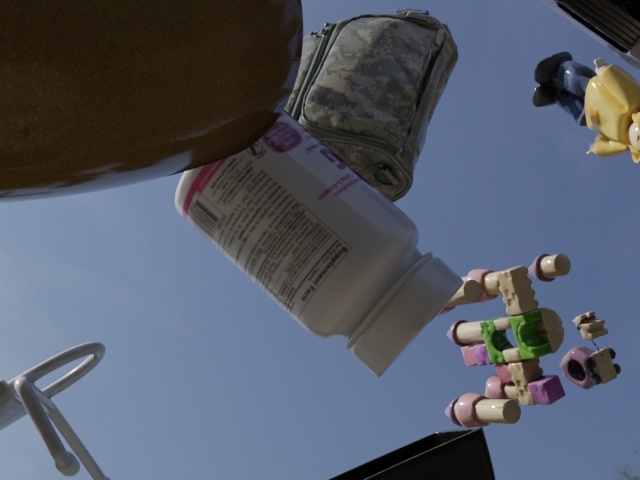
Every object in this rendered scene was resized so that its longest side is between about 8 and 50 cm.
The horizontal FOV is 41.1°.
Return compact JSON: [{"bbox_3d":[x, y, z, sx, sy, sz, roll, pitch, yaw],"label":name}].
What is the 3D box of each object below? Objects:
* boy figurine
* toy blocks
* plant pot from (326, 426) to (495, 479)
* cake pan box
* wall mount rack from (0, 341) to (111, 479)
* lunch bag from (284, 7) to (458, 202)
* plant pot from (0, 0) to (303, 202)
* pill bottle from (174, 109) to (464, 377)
[{"bbox_3d":[0.477,-0.207,1.423,0.092,0.285,0.177,-21,-47,-18],"label":"boy figurine"},{"bbox_3d":[0.338,0.185,1.634,0.309,0.288,0.260,-16,-2,-29],"label":"toy blocks"},{"bbox_3d":[0.133,0.356,1.109,0.188,0.167,0.187,-21,-9,-15],"label":"plant pot"},{"bbox_3d":[0.381,-0.303,1.139,0.246,0.267,0.070,35,-72,6],"label":"cake pan box"},{"bbox_3d":[-0.330,0.247,0.814,0.350,0.130,0.304,-31,-13,-16],"label":"wall mount rack"},{"bbox_3d":[0.061,-0.194,1.298,0.256,0.305,0.212,-6,-40,37],"label":"lunch bag"},{"bbox_3d":[-0.175,-0.123,0.534,0.237,0.254,0.237,13,-61,25],"label":"plant pot"},{"bbox_3d":[0.000,0.000,0.897,0.283,0.160,0.160,42,-43,10],"label":"pill bottle"}]
